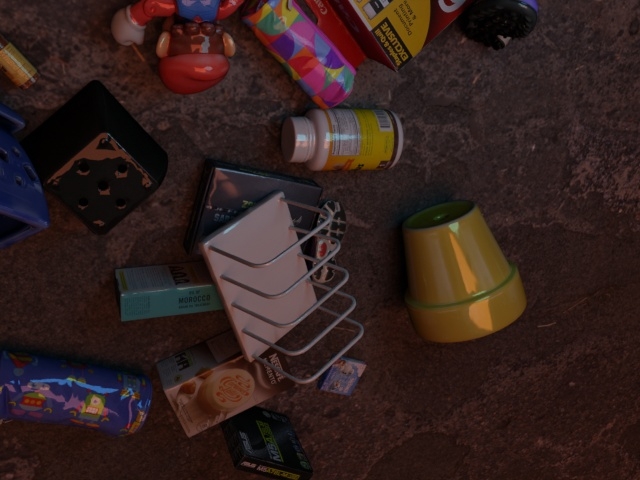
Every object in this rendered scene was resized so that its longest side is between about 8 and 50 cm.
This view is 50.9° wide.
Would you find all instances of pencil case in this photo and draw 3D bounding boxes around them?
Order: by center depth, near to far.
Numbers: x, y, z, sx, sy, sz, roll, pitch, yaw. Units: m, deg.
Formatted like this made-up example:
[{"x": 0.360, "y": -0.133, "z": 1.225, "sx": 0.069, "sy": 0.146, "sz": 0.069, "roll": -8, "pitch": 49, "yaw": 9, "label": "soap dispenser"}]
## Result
[{"x": -0.035, "y": -0.338, "z": 1.166, "sx": 0.104, "sy": 0.104, "sz": 0.236, "roll": -45, "pitch": 121, "yaw": 2, "label": "pencil case"}, {"x": -0.478, "y": 0.295, "z": 1.271, "sx": 0.306, "sy": 0.119, "sz": 0.133, "roll": 17, "pitch": 82, "yaw": -29, "label": "pencil case"}]

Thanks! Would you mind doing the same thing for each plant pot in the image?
[{"x": -0.555, "y": -0.101, "z": 0.940, "sx": 0.235, "sy": 0.212, "sz": 0.236, "roll": -20, "pitch": 161, "yaw": 17, "label": "plant pot"}, {"x": -0.363, "y": -0.116, "z": 1.098, "sx": 0.187, "sy": 0.167, "sz": 0.188, "roll": -40, "pitch": 124, "yaw": -1, "label": "plant pot"}, {"x": 0.286, "y": 0.052, "z": 1.433, "sx": 0.253, "sy": 0.254, "sz": 0.239, "roll": -22, "pitch": 105, "yaw": -13, "label": "plant pot"}]

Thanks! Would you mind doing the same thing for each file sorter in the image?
[{"x": -0.057, "y": 0.086, "z": 1.224, "sx": 0.192, "sy": 0.173, "sz": 0.278, "roll": -37, "pitch": 126, "yaw": -31, "label": "file sorter"}]

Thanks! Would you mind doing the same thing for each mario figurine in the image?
[{"x": -0.211, "y": -0.389, "z": 1.058, "sx": 0.198, "sy": 0.170, "sz": 0.321, "roll": 16, "pitch": 122, "yaw": 9, "label": "mario figurine"}]

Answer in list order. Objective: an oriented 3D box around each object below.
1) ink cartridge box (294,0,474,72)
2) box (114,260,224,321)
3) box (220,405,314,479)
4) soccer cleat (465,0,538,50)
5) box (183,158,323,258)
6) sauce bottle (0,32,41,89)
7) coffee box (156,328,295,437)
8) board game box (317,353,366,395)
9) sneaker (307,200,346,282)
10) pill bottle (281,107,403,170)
[{"x": 0.075, "y": -0.456, "z": 1.148, "sx": 0.272, "sy": 0.130, "sz": 0.309, "roll": -43, "pitch": 124, "yaw": 2, "label": "ink cartridge box"}, {"x": -0.261, "y": 0.090, "z": 1.282, "sx": 0.244, "sy": 0.100, "sz": 0.060, "roll": -5, "pitch": 117, "yaw": -21, "label": "box"}, {"x": -0.123, "y": 0.432, "z": 1.454, "sx": 0.184, "sy": 0.191, "sz": 0.045, "roll": 29, "pitch": 102, "yaw": -31, "label": "box"}, {"x": 0.326, "y": -0.418, "z": 1.189, "sx": 0.108, "sy": 0.318, "sz": 0.117, "roll": 24, "pitch": 101, "yaw": 2, "label": "soccer cleat"}, {"x": -0.129, "y": -0.045, "z": 1.298, "sx": 0.232, "sy": 0.059, "sz": 0.184, "roll": 10, "pitch": 109, "yaw": -28, "label": "box"}, {"x": -0.490, "y": -0.290, "z": 1.032, "sx": 0.042, "sy": 0.042, "sz": 0.128, "roll": -40, "pitch": 121, "yaw": -1, "label": "sauce bottle"}, {"x": -0.195, "y": 0.280, "z": 1.402, "sx": 0.246, "sy": 0.098, "sz": 0.141, "roll": -25, "pitch": 122, "yaw": -11, "label": "coffee box"}, {"x": 0.050, "y": 0.316, "z": 1.575, "sx": 0.090, "sy": 0.020, "sz": 0.090, "roll": 18, "pitch": 106, "yaw": -31, "label": "board game box"}, {"x": 0.000, "y": 0.000, "z": 1.378, "sx": 0.068, "sy": 0.071, "sz": 0.170, "roll": 14, "pitch": 92, "yaw": -31, "label": "sneaker"}, {"x": 0.039, "y": -0.190, "z": 1.267, "sx": 0.214, "sy": 0.117, "sz": 0.117, "roll": -3, "pitch": 115, "yaw": -22, "label": "pill bottle"}]
